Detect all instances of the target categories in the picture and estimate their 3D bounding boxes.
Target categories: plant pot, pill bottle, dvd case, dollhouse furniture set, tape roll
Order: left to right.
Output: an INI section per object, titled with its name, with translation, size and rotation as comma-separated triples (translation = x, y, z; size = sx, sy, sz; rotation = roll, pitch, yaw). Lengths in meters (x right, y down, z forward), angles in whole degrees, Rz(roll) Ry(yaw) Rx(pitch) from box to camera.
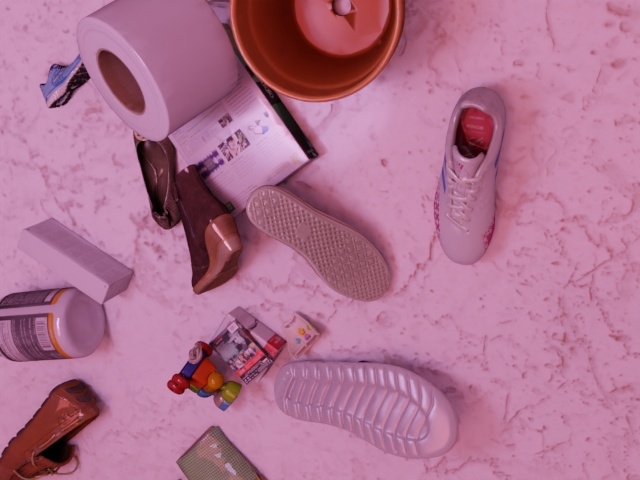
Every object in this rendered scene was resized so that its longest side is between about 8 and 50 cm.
[pill bottle]
translation = -0.650, 0.195, 1.838
size = 0.279, 0.162, 0.162
rotation = -6, 103, 23
[tape roll]
translation = -0.290, -0.322, 1.428
size = 0.246, 0.169, 0.246
rotation = 35, 150, 24
[dollhouse furniture set]
translation = -0.288, 0.601, 1.822
size = 0.197, 0.151, 0.301
rotation = 44, 115, 4
[dvd case]
translation = -0.166, 0.234, 1.684
size = 0.119, 0.013, 0.087
rotation = 46, 114, 1
[plant pot]
translation = 0.014, -0.398, 1.385
size = 0.291, 0.203, 0.290
rotation = 5, 110, 14

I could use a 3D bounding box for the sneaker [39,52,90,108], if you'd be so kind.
[sneaker]
translation = -0.542, -0.351, 1.695
size = 0.162, 0.063, 0.073
rotation = -37, 87, 25

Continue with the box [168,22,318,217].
[box]
translation = -0.186, -0.232, 1.599
size = 0.232, 0.058, 0.322
rotation = -34, 93, 25

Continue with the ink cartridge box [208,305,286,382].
[ink cartridge box]
translation = -0.156, 0.221, 1.716
size = 0.135, 0.056, 0.099
rotation = 36, 114, 7

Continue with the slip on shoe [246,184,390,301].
[slip on shoe]
translation = 0.000, 0.000, 1.565
size = 0.331, 0.101, 0.123
rotation = 35, 98, -11

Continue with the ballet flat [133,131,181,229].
[ballet flat]
translation = -0.345, -0.142, 1.682
size = 0.084, 0.058, 0.249
rotation = -3, 104, 21

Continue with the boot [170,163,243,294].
[boot]
translation = -0.247, -0.018, 1.659
size = 0.206, 0.090, 0.248
rotation = 58, 145, 15

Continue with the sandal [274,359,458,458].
[sandal]
translation = 0.096, 0.318, 1.634
size = 0.416, 0.102, 0.169
rotation = 11, 94, 31

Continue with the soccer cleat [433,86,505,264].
[soccer cleat]
translation = 0.254, -0.104, 1.421
size = 0.116, 0.143, 0.331
rotation = 9, 108, 18

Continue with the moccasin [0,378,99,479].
[moccasin]
translation = -0.658, 0.505, 1.953
size = 0.147, 0.139, 0.380
rotation = 46, 106, 13

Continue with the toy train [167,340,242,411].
[toy train]
translation = -0.226, 0.289, 1.686
size = 0.143, 0.105, 0.248
rotation = 35, 156, -4

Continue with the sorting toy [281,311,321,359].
[sorting toy]
translation = -0.044, 0.191, 1.676
size = 0.075, 0.045, 0.083
rotation = 46, 116, 11

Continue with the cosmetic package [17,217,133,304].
[cosmetic package]
translation = -0.547, 0.045, 1.790
size = 0.239, 0.099, 0.060
rotation = 32, 113, 10
